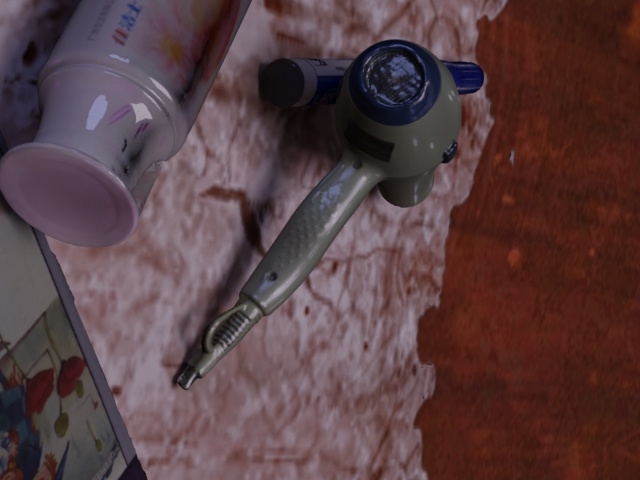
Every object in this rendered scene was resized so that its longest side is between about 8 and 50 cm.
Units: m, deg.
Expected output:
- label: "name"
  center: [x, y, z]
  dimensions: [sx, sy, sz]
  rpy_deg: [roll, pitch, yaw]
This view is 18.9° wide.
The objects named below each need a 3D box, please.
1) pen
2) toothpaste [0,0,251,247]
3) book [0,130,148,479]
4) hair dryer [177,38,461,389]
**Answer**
- label: "pen"
  center: [0.034, -0.085, 1.025]
  dimensions: [0.204, 0.025, 0.025]
  rpy_deg: [-8, 103, -57]
- label: "toothpaste"
  center: [-0.051, -0.136, 0.845]
  dimensions: [0.100, 0.066, 0.323]
  rpy_deg: [62, 38, -40]
- label: "book"
  center: [-0.144, 0.069, 0.769]
  dimensions: [0.157, 0.026, 0.231]
  rpy_deg: [-50, 135, -41]
- label: "hair dryer"
  center: [0.009, -0.005, 0.977]
  dimensions: [0.199, 0.067, 0.167]
  rpy_deg: [-57, 165, 3]
